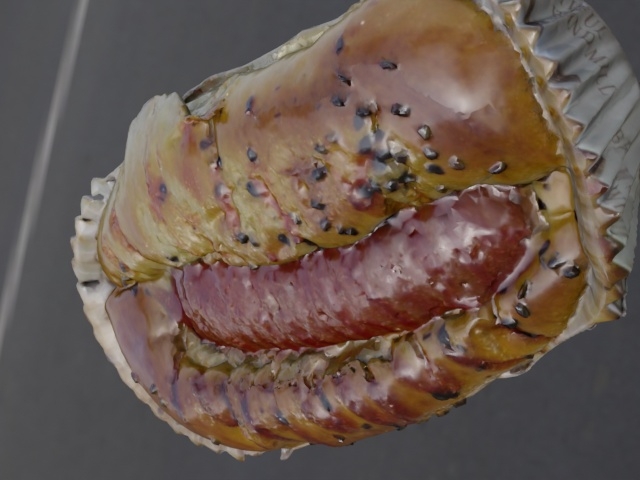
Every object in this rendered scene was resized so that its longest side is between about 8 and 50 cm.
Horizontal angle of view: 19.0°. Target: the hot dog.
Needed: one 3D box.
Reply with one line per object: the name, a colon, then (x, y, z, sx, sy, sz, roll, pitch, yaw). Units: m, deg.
hot dog: (0.000, 0.000, 0.453, 0.192, 0.053, 0.099, -27, 96, 47)
